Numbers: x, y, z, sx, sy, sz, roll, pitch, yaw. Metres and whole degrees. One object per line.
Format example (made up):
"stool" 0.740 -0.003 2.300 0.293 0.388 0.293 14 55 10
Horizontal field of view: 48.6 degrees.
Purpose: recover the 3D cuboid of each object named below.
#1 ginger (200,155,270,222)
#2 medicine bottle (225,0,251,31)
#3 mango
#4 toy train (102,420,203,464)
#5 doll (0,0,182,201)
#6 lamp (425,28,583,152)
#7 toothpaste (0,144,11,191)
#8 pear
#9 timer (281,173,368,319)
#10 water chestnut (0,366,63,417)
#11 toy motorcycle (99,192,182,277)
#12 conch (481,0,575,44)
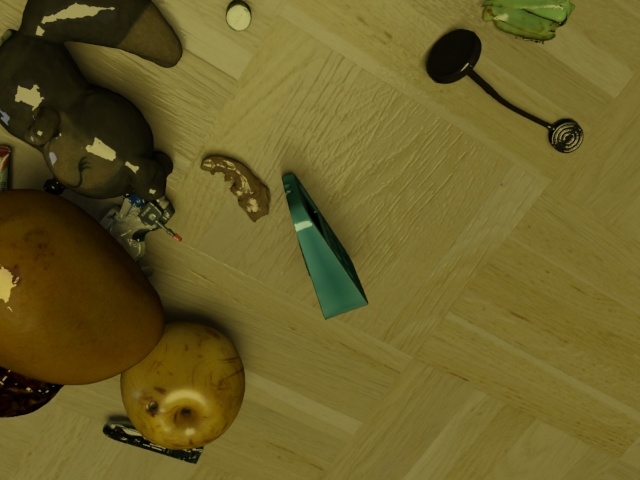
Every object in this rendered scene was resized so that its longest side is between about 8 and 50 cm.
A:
"ginger" -0.162 -0.113 1.423 0.069 0.051 0.173 -40 108 6
"medicine bottle" -0.146 -0.403 1.268 0.047 0.083 0.047 -2 115 -5
"mango" -0.466 0.096 1.258 0.446 0.232 0.300 42 69 -42
"toy train" -0.390 0.460 1.658 0.234 0.051 0.052 20 111 -11
"doll" -0.377 -0.249 1.232 0.382 0.252 0.378 33 108 -25
"lamp" 0.371 -0.261 1.373 0.371 0.108 0.130 36 105 -20
"toothpaste" -0.637 -0.074 1.395 0.062 0.039 0.239 8 111 -2
"pear" -0.286 0.304 1.483 0.281 0.280 0.280 -2 115 -5
"timer" 0.000 0.000 1.389 0.091 0.232 0.249 -20 116 2
"water chestnut" -0.610 0.233 1.410 0.300 0.300 0.299 -2 115 -5
"toy motorcycle" -0.372 -0.006 1.422 0.150 0.102 0.221 41 105 -8
"conch" 0.387 -0.420 1.327 0.170 0.079 0.105 1 109 11
